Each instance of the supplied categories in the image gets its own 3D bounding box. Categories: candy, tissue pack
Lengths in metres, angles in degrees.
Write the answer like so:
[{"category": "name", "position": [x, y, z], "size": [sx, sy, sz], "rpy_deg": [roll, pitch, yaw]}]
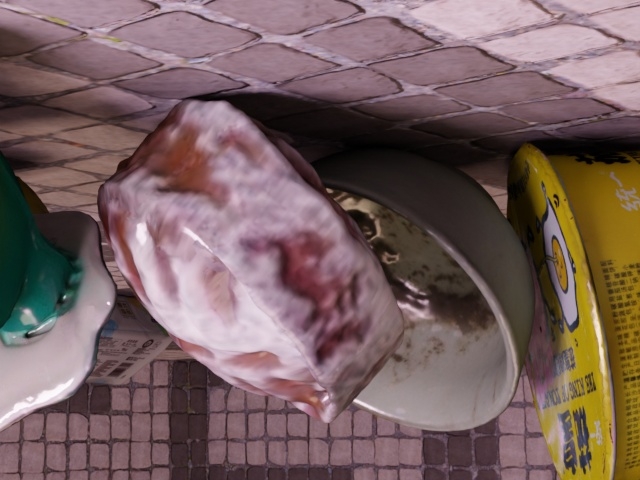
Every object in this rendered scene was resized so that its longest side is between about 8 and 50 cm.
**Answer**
[{"category": "candy", "position": [-0.054, 0.025, 1.059], "size": [0.214, 0.157, 0.289], "rpy_deg": [26, 156, 43]}, {"category": "tissue pack", "position": [-0.393, 0.150, 2.350], "size": [0.159, 0.145, 0.229], "rpy_deg": [-40, 156, 20]}]

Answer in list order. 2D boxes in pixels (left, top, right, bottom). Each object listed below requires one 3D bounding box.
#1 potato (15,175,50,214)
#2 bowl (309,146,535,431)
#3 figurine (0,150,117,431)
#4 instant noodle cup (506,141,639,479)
[{"category": "potato", "position": [-0.375, 0.007, 1.161], "size": [0.307, 0.173, 0.210], "rpy_deg": [9, 169, -42]}, {"category": "bowl", "position": [0.078, 0.020, 1.216], "size": [0.289, 0.289, 0.146], "rpy_deg": [-10, -148, 47]}, {"category": "figurine", "position": [-0.311, -0.006, 0.912], "size": [0.324, 0.231, 0.340], "rpy_deg": [-26, 147, 13]}, {"category": "instant noodle cup", "position": [0.318, 0.055, 1.176], "size": [0.254, 0.325, 0.325], "rpy_deg": [-10, 172, -2]}]
